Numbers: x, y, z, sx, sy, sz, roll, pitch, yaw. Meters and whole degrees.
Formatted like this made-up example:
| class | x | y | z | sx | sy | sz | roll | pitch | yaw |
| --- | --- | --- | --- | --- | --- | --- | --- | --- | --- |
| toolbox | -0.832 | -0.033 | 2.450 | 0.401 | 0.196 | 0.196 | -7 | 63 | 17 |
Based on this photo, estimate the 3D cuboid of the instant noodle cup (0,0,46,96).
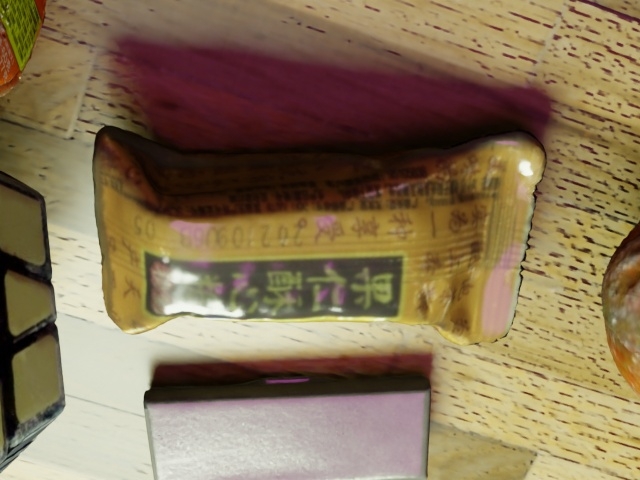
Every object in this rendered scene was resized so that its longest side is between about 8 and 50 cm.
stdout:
| class | x | y | z | sx | sy | sz | roll | pitch | yaw |
| --- | --- | --- | --- | --- | --- | --- | --- | --- | --- |
| instant noodle cup | -0.261 | -0.171 | 0.733 | 0.212 | 0.193 | 0.193 | 4 | 120 | 5 |

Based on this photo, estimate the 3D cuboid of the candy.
| class | x | y | z | sx | sy | sz | roll | pitch | yaw |
| --- | --- | --- | --- | --- | --- | --- | --- | --- | --- |
| candy | 0.000 | 0.000 | 0.880 | 0.271 | 0.101 | 0.143 | 0 | 115 | -8 |

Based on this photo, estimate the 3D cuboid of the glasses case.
| class | x | y | z | sx | sy | sz | roll | pitch | yaw |
| --- | --- | --- | --- | --- | --- | --- | --- | --- | --- |
| glasses case | -0.021 | 0.128 | 0.981 | 0.190 | 0.042 | 0.072 | -2 | 113 | 0 |

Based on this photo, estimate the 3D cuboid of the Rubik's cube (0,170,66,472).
| class | x | y | z | sx | sy | sz | roll | pitch | yaw |
| --- | --- | --- | --- | --- | --- | --- | --- | --- | --- |
| Rubik's cube | -0.296 | 0.050 | 0.799 | 0.319 | 0.264 | 0.319 | -1 | 121 | -2 |

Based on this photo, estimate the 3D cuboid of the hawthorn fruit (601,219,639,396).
| class | x | y | z | sx | sy | sz | roll | pitch | yaw |
| --- | --- | --- | --- | --- | --- | --- | --- | --- | --- |
| hawthorn fruit | 0.260 | 0.043 | 0.870 | 0.173 | 0.173 | 0.173 | -1 | 120 | -1 |
